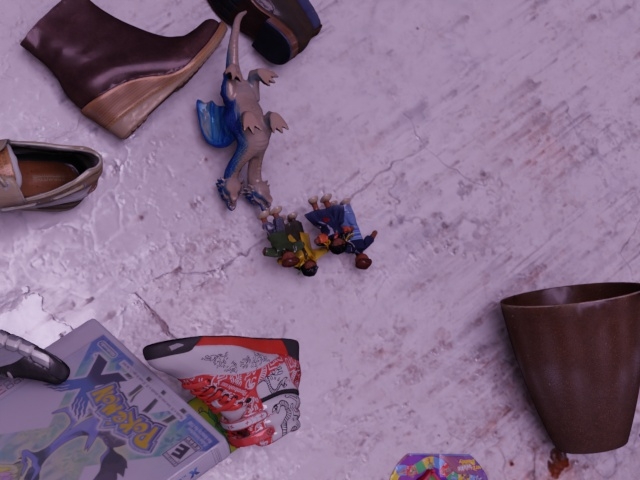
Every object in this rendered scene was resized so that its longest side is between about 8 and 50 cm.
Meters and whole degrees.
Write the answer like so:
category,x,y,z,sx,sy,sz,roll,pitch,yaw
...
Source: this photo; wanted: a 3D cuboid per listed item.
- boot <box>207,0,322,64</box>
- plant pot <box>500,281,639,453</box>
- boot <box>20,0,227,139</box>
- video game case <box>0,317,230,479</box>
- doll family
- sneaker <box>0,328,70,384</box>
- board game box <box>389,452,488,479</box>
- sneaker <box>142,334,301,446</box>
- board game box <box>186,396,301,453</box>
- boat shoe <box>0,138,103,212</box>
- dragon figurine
category,x,y,z,sx,sy,sz,roll,pitch,yaw
boot,-0.095,-0.366,2.066,0.219,0.082,0.106,50,46,2
plant pot,0.386,0.191,2.027,0.215,0.215,0.230,-9,95,-20
boot,-0.277,-0.290,1.962,0.207,0.090,0.248,46,71,-6
video game case,-0.325,0.258,1.725,0.300,0.329,0.036,-33,134,-23
doll family,0.000,0.000,1.993,0.193,0.076,0.111,-18,66,-18
sneaker,-0.447,0.175,1.787,0.229,0.086,0.132,22,78,13
board game box,0.180,0.375,1.987,0.169,0.033,0.133,4,76,-18
sneaker,-0.119,0.201,1.800,0.270,0.090,0.145,7,77,-52
board game box,-0.128,0.242,1.909,0.181,0.043,0.092,-33,89,-23
boat shoe,-0.431,-0.087,1.809,0.302,0.103,0.113,-11,75,-39
dragon figurine,-0.123,-0.183,1.982,0.085,0.144,0.289,-6,69,-34
